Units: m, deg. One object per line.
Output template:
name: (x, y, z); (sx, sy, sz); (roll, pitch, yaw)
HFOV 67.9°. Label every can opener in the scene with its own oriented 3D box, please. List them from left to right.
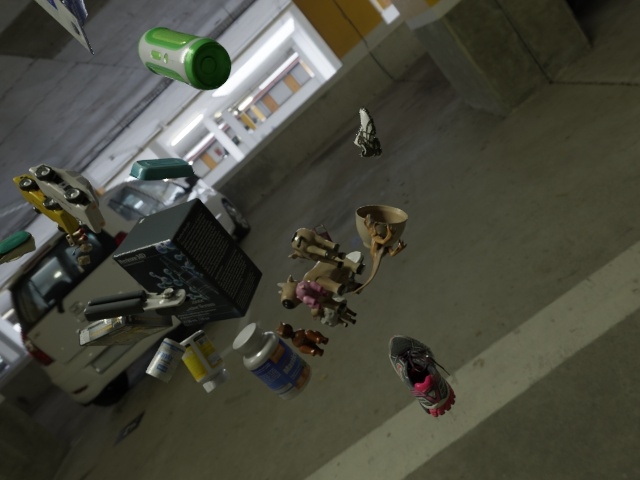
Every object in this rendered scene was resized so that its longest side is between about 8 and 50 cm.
can opener: (-0.504, 0.185, 1.317); (0.280, 0.093, 0.074); (-6, 29, -3)

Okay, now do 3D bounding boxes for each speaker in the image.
speaker: (-0.351, -0.466, 1.212); (0.296, 0.131, 0.131); (30, 70, 40)

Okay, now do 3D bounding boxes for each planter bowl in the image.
planter bowl: (0.187, -0.034, 1.492); (0.162, 0.109, 0.162); (3, 23, -1)

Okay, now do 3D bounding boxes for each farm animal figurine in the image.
farm animal figurine: (-0.015, 0.105, 1.215); (0.327, 0.172, 0.330); (-23, -51, -56)

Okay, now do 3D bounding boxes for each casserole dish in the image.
casserole dish: (-0.456, -0.209, 1.375); (0.188, 0.037, 0.114); (-13, 30, -38)

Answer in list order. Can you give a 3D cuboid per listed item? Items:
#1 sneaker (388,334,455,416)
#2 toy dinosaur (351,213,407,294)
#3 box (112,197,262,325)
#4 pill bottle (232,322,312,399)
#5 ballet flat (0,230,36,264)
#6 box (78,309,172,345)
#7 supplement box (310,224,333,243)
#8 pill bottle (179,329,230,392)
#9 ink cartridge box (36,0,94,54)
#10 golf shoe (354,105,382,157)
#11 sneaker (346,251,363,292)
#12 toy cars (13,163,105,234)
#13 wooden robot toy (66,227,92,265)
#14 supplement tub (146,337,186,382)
sneaker: (0.264, 0.340, 1.308); (0.121, 0.112, 0.299); (-39, 23, 0)
toy dinosaur: (0.135, 0.027, 1.088); (0.112, 0.064, 0.211); (-33, 37, 39)
box: (-0.449, 0.089, 1.660); (0.293, 0.395, 0.212); (-14, 38, 31)
pill bottle: (-0.170, 0.416, 1.656); (0.152, 0.272, 0.152); (-39, 18, 15)
ballet flat: (-1.047, 0.058, 1.537); (0.248, 0.086, 0.086); (-32, 8, -31)
box: (-0.625, 0.282, 1.530); (0.231, 0.056, 0.183); (-24, -22, 25)
supplement box: (0.000, 0.000, 1.516); (0.043, 0.083, 0.055); (-18, -17, -37)
pill bottle: (-0.433, 0.448, 1.763); (0.119, 0.208, 0.119); (-34, -3, -2)
ink cartridge box: (-0.552, -0.520, 0.897); (0.065, 0.332, 0.165); (-49, 14, -13)
golf shoe: (0.167, -0.403, 1.799); (0.094, 0.198, 0.077); (-16, 25, 8)
sneaker: (0.127, 0.138, 1.957); (0.217, 0.121, 0.079); (-44, 35, 27)
toy cars: (-0.589, -0.104, 1.098); (0.393, 0.176, 0.087); (0, 39, 49)
wooden robot toy: (-0.839, -0.003, 1.673); (0.076, 0.173, 0.079); (-23, 7, 8)
supplement tub: (-0.437, 0.339, 1.350); (0.071, 0.071, 0.107); (-16, 44, 58)
